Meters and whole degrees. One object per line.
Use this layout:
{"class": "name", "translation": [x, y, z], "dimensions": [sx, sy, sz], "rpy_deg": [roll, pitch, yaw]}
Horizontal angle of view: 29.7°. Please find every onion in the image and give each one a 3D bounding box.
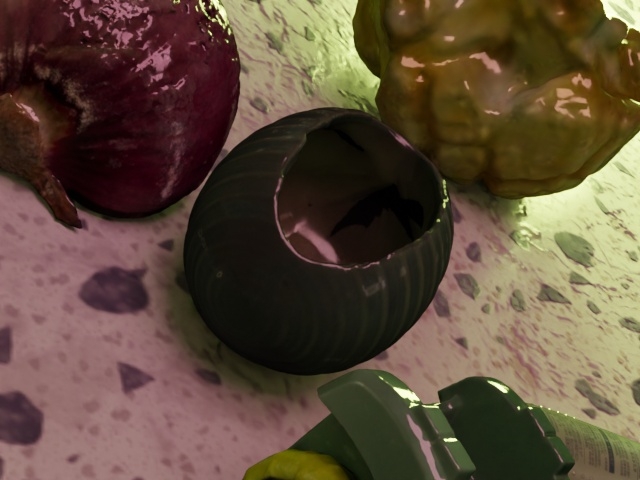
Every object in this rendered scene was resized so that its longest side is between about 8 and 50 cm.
{"class": "onion", "translation": [-0.154, -0.187, 0.974], "dimensions": [0.267, 0.159, 0.349], "rpy_deg": [39, 36, -6]}

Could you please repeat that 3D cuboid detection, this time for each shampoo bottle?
{"class": "shampoo bottle", "translation": [0.212, 0.181, 1.001], "dimensions": [0.212, 0.049, 0.072], "rpy_deg": [22, 35, -23]}

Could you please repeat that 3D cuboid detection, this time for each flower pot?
{"class": "flower pot", "translation": [0.000, 0.000, 0.911], "dimensions": [0.189, 0.157, 0.243], "rpy_deg": [44, 34, 4]}

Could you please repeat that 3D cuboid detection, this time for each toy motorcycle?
{"class": "toy motorcycle", "translation": [0.111, 0.226, 0.703], "dimensions": [0.191, 0.200, 0.326], "rpy_deg": [11, 40, -54]}

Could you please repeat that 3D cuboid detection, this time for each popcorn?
{"class": "popcorn", "translation": [0.183, -0.204, 1.256], "dimensions": [0.292, 0.293, 0.334], "rpy_deg": [-158, -129, -88]}
